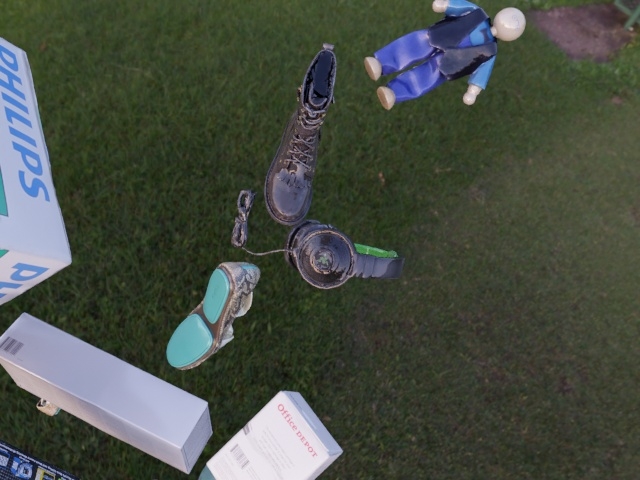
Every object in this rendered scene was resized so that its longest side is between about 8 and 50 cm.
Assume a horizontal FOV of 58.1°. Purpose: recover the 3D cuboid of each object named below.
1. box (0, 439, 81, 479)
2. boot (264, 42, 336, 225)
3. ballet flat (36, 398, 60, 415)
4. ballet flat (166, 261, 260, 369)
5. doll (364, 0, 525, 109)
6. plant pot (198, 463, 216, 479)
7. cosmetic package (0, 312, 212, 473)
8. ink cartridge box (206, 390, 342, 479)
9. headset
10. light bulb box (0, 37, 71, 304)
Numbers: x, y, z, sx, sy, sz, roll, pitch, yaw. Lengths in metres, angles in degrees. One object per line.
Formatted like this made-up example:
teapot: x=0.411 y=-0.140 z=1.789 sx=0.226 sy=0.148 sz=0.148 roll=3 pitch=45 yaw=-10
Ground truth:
box: x=-0.296 y=0.247 z=0.474 sx=0.190 sy=0.045 sz=0.184 roll=45 pitch=10 yaw=-29
boot: x=-0.032 y=-0.177 z=0.997 sx=0.091 sy=0.229 sz=0.262 roll=11 pitch=72 yaw=-8
ballet flat: x=-0.737 y=0.408 z=1.634 sx=0.067 sy=0.206 sz=0.073 roll=29 pitch=6 yaw=-34
ballet flat: x=-0.324 y=0.249 z=1.852 sx=0.182 sy=0.482 sz=0.164 roll=-5 pitch=49 yaw=-46
doll: x=0.153 y=-0.220 z=0.683 sx=0.189 sy=0.046 sz=0.129 roll=-26 pitch=99 yaw=2
plant pot: x=-0.211 y=0.761 z=1.722 sx=0.293 sy=0.235 sz=0.292 roll=7 pitch=67 yaw=-18
cosmetic package: x=-0.240 y=0.171 z=0.649 sx=0.239 sy=0.098 sz=0.060 roll=23 pitch=52 yaw=10
ink cartridge box: x=-0.083 y=0.400 z=1.062 sx=0.203 sy=0.086 sz=0.148 roll=-44 pitch=64 yaw=4
headset: x=0.000 y=0.000 z=1.287 sx=0.395 sy=0.243 sz=0.185 roll=7 pitch=96 yaw=-17
light bulb box: x=-0.436 y=-0.032 z=0.360 sx=0.358 sy=0.361 sz=0.225 roll=-29 pitch=68 yaw=17
